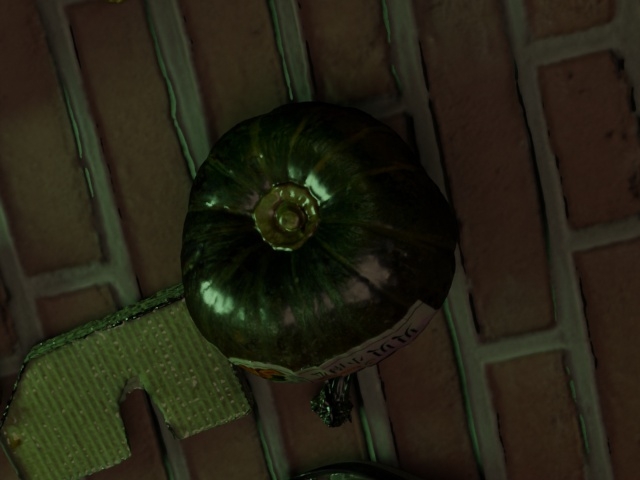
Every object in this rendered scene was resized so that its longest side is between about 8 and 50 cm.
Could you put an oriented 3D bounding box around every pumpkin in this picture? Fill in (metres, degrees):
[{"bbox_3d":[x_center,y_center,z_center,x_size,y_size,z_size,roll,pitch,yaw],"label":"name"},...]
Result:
[{"bbox_3d":[0.001,0.001,1.718,0.260,0.189,0.260,-5,77,24],"label":"pumpkin"}]

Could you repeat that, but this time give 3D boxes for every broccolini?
[{"bbox_3d":[0.030,0.080,1.845,0.042,0.044,0.218,15,106,9],"label":"broccolini"}]

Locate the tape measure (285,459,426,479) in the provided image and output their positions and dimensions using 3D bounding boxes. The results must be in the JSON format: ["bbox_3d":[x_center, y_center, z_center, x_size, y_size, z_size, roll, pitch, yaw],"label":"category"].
[{"bbox_3d":[0.031,0.323,1.889,0.271,0.133,0.231,23,110,-7],"label":"tape measure"}]

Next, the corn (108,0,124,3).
[{"bbox_3d":[-0.258,-0.268,1.679,0.206,0.067,0.067,23,110,-10],"label":"corn"}]

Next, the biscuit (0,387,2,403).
[{"bbox_3d":[-0.417,0.137,1.852,0.208,0.041,0.290,30,109,-11],"label":"biscuit"}]

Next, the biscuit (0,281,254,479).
[{"bbox_3d":[-0.199,0.146,1.857,0.250,0.046,0.147,-23,111,7],"label":"biscuit"}]
